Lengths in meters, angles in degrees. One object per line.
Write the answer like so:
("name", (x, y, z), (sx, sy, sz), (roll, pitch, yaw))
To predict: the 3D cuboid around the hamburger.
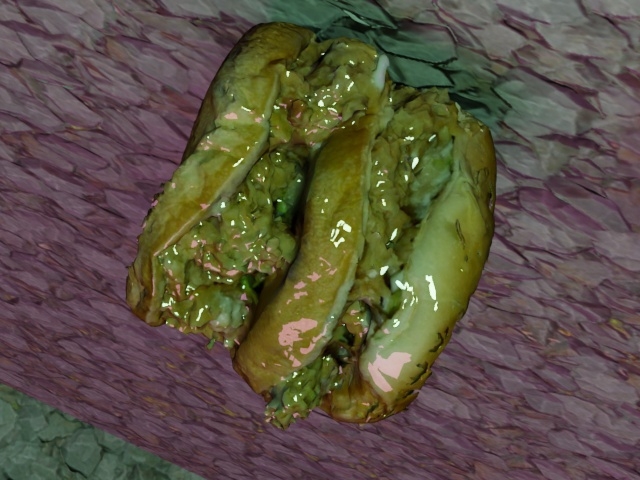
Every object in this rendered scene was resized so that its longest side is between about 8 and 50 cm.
("hamburger", (-0.010, -0.001, 1.209), (0.211, 0.260, 0.245), (23, 153, -6))
